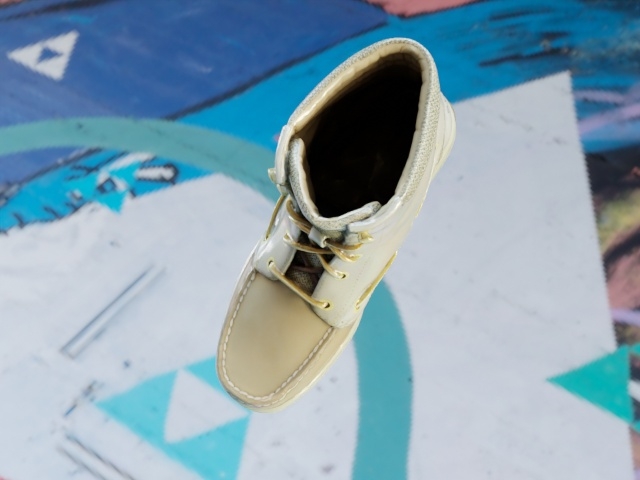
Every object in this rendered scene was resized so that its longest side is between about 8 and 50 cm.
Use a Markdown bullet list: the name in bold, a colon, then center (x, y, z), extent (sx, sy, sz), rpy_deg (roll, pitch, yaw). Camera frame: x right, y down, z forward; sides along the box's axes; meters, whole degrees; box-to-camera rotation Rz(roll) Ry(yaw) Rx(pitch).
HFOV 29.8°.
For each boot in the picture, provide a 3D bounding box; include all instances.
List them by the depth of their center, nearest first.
- **boot**: center (0.000, 0.000, 0.765), extent (0.095, 0.262, 0.203), rpy_deg (34, 2, 6)
